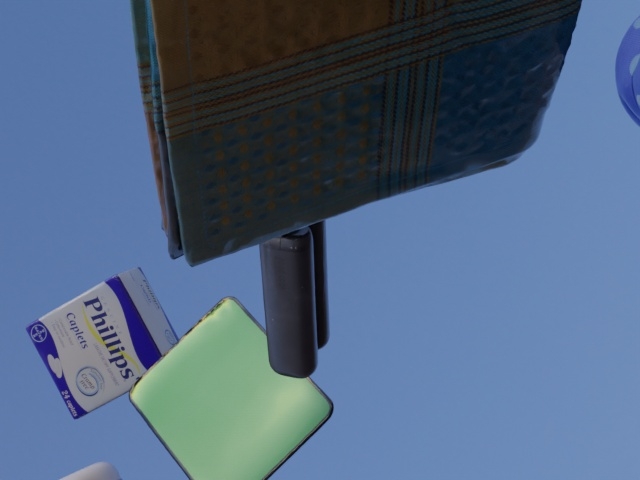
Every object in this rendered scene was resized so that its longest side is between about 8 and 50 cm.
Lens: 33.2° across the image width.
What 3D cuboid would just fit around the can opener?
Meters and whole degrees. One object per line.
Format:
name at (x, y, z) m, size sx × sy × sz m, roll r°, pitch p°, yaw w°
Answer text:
can opener at (0.000, 0.000, 0.897) m, size 0.076 × 0.095 × 0.283 m, roll -64°, pitch -22°, yaw -49°

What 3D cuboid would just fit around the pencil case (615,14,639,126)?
pencil case at (0.294, -0.071, 0.699) m, size 0.119 × 0.306 × 0.133 m, roll -24°, pitch -65°, yaw 7°

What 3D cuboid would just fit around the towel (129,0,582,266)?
towel at (0.030, -0.140, 0.571) m, size 0.272 × 0.040 × 0.370 m, roll -18°, pitch -34°, yaw -14°

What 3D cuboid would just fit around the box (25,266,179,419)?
box at (-0.248, 0.118, 1.248) m, size 0.137 × 0.072 × 0.126 m, roll -30°, pitch -93°, yaw 14°

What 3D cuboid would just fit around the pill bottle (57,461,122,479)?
pill bottle at (-0.250, 0.438, 1.215) m, size 0.188 × 0.188 × 0.333 m, roll -24°, pitch -99°, yaw -26°

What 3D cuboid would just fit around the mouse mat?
mouse mat at (-0.092, 0.158, 1.056) m, size 0.152 × 0.190 × 0.007 m, roll -44°, pitch -36°, yaw -4°
